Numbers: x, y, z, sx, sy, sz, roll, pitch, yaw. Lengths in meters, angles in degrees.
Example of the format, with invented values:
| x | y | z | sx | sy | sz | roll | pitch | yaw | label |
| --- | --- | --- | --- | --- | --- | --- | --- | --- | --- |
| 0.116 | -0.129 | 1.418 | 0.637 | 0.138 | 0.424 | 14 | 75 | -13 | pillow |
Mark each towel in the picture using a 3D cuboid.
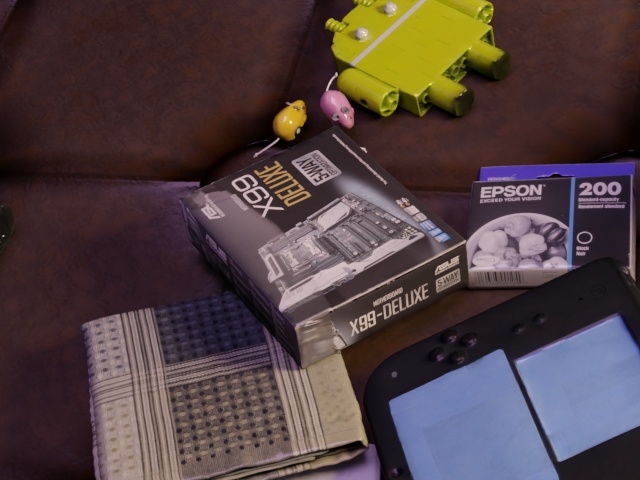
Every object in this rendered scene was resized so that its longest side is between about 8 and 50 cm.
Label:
| x | y | z | sx | sy | sz | roll | pitch | yaw | label |
| --- | --- | --- | --- | --- | --- | --- | --- | --- | --- |
| -0.123 | 0.180 | 1.810 | 0.312 | 0.056 | 0.324 | -12 | 38 | -4 | towel |

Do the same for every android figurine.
| x | y | z | sx | sy | sz | roll | pitch | yaw | label |
| --- | --- | --- | --- | --- | --- | --- | --- | --- | --- |
| 0.128 | -0.273 | 2.156 | 0.273 | 0.056 | 0.248 | 34 | 66 | 33 | android figurine |

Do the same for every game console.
| x | y | z | sx | sy | sz | roll | pitch | yaw | label |
| --- | --- | --- | --- | --- | --- | --- | --- | --- | --- |
| 0.227 | 0.195 | 1.633 | 0.342 | 0.060 | 0.386 | -29 | 34 | 9 | game console |

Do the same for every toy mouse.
| x | y | z | sx | sy | sz | roll | pitch | yaw | label |
| --- | --- | --- | --- | --- | --- | --- | --- | --- | --- |
| 0.002 | -0.154 | 2.080 | 0.143 | 0.031 | 0.161 | 30 | 81 | 27 | toy mouse |

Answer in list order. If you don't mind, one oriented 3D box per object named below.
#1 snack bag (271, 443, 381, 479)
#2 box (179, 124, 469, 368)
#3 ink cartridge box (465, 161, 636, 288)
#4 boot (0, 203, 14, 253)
| x | y | z | sx | sy | sz | roll | pitch | yaw | label |
| --- | --- | --- | --- | --- | --- | --- | --- | --- | --- |
| -0.087 | 0.368 | 1.680 | 0.342 | 0.037 | 0.323 | -7 | 50 | 6 | snack bag |
| 0.000 | 0.000 | 1.903 | 0.242 | 0.076 | 0.307 | -25 | 43 | -18 | box |
| 0.291 | -0.032 | 1.914 | 0.206 | 0.045 | 0.208 | -2 | 49 | 14 | ink cartridge box |
| -0.557 | 0.023 | 2.054 | 0.207 | 0.094 | 0.246 | 10 | 47 | 18 | boot |
